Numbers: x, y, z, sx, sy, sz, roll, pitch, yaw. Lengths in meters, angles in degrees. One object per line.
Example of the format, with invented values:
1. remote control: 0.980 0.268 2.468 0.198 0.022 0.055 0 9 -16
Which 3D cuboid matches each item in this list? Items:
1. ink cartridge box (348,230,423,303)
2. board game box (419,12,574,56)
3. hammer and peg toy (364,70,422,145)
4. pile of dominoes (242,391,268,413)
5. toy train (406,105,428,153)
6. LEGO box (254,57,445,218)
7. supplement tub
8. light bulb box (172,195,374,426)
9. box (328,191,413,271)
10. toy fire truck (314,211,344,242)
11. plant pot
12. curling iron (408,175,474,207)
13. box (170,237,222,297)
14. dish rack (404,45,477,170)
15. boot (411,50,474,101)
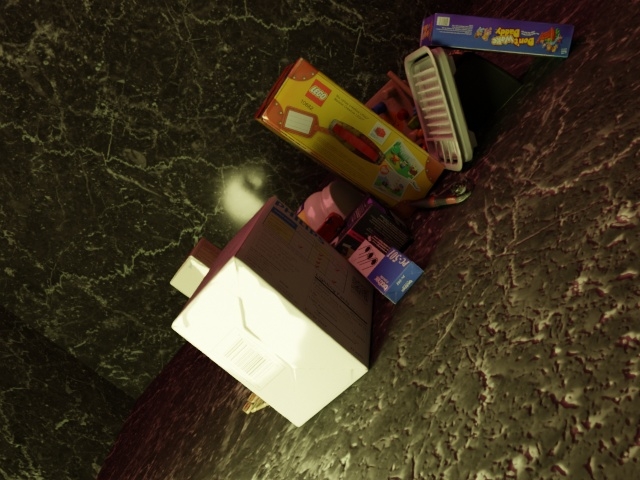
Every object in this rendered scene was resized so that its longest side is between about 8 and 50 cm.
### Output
1. ink cartridge box: 0.147 0.058 1.285 0.097 0.046 0.207 -49 28 3
2. board game box: 0.458 -0.549 1.483 0.233 0.347 0.078 -82 -3 -71
3. hammer and peg toy: 0.303 -0.470 2.036 0.127 0.266 0.361 -35 0 -31
4. pile of dominoes: -0.149 0.377 1.583 0.196 0.040 0.251 -40 15 44
5. toy train: 0.334 -0.342 1.771 0.105 0.143 0.248 -37 17 53
6. LEGO box: 0.065 -0.302 1.650 0.193 0.500 0.372 -56 16 5
7. supplement tub: 0.000 0.000 1.716 0.331 0.241 0.241 -45 12 29
8. light bulb box: -0.080 0.141 1.245 0.225 0.358 0.361 -44 11 21
9. box: 0.098 0.028 1.478 0.270 0.143 0.165 -48 10 13
10. toy fire truck: -0.009 -0.003 1.513 0.192 0.047 0.135 -49 8 10
11. plant pot: 0.447 -0.451 1.622 0.187 0.167 0.188 -46 10 17
12. curling iron: 0.301 -0.107 1.403 0.068 0.035 0.274 -49 10 -18
13. box: -0.412 0.108 1.941 0.127 0.148 0.232 -50 11 12
14. dish rack: 0.332 -0.363 1.512 0.072 0.333 0.285 -20 11 -1
15. boot: 0.441 -0.575 2.162 0.284 0.138 0.377 -46 -8 -26
